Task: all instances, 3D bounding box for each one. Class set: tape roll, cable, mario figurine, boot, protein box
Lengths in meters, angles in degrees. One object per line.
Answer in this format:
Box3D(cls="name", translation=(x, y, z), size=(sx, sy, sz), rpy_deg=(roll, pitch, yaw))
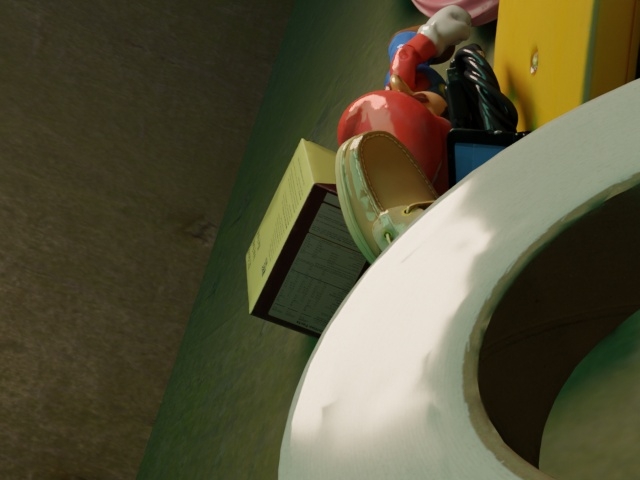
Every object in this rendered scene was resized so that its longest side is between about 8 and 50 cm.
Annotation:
Box3D(cls="tape roll", translation=(0.166, 0.043, 0.428), size=(0.392, 0.072, 0.392), rpy_deg=(-25, 27, 14))
Box3D(cls="cable", translation=(0.163, -0.095, 1.021), size=(0.150, 0.047, 0.184), rpy_deg=(-122, 20, -76))
Box3D(cls="mario figurine", translation=(0.130, -0.136, 1.223), size=(0.170, 0.198, 0.320), rpy_deg=(-26, 21, 21))
Box3D(cls="boot", translation=(0.121, -0.013, 0.893), size=(0.203, 0.095, 0.262), rpy_deg=(-46, 62, 55))
Box3D(cls="protein box", translation=(0.000, 0.000, 1.478), size=(0.201, 0.136, 0.200), rpy_deg=(-63, 14, 18))

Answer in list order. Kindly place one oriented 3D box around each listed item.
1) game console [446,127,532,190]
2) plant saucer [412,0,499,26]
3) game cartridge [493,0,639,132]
Box3D(cls="game console", translation=(0.156, -0.029, 0.932), size=(0.107, 0.071, 0.122), rpy_deg=(-102, 5, -67))
Box3D(cls="plant saucer", translation=(0.188, -0.427, 1.294), size=(0.332, 0.084, 0.332), rpy_deg=(-28, 56, 49))
Box3D(cls="game cartridge", translation=(0.213, -0.229, 0.924), size=(0.285, 0.053, 0.323), rpy_deg=(-103, 15, -68))
